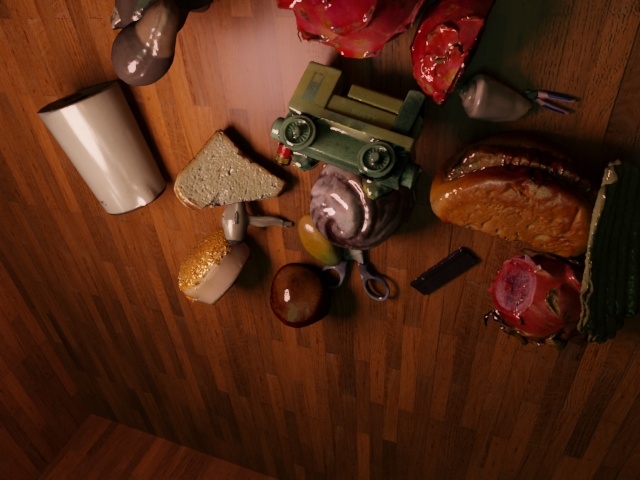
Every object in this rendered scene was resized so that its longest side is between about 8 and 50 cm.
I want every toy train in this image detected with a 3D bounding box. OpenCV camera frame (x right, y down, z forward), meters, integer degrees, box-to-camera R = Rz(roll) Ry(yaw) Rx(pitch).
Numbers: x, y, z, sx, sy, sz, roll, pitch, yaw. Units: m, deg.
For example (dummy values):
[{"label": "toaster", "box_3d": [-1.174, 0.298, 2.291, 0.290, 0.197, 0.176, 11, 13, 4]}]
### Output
[{"label": "toy train", "box_3d": [0.078, -0.270, 1.111, 0.396, 0.253, 0.160, 24, 172, 17]}]

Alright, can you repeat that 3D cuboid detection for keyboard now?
[{"label": "keyboard", "box_3d": [0.379, 0.099, 1.417, 0.072, 0.023, 0.231, 35, 132, -12]}]

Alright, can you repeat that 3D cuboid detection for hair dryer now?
[{"label": "hair dryer", "box_3d": [-0.227, -0.115, 1.491, 0.224, 0.088, 0.219, -19, 97, -11]}]

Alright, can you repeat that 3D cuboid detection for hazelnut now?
[{"label": "hazelnut", "box_3d": [-0.073, 0.189, 1.580, 0.229, 0.229, 0.230, 12, 128, 16]}]

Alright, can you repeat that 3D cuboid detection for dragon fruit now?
[{"label": "dragon fruit", "box_3d": [0.052, -0.570, 0.939, 0.371, 0.249, 0.386, 38, 129, 1]}, {"label": "dragon fruit", "box_3d": [0.273, -0.424, 1.010, 0.189, 0.162, 0.262, 43, 137, 28]}, {"label": "dragon fruit", "box_3d": [0.611, 0.161, 1.195, 0.290, 0.250, 0.269, 18, 96, -22]}]

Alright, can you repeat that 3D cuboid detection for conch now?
[{"label": "conch", "box_3d": [0.401, -0.329, 1.067, 0.176, 0.094, 0.105, 7, 117, -13]}]

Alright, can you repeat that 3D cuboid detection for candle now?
[{"label": "candle", "box_3d": [-0.095, -0.283, 1.333, 0.052, 0.052, 0.131, 27, 130, 4]}]

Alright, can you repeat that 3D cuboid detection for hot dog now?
[{"label": "hot dog", "box_3d": [0.481, -0.127, 1.094, 0.404, 0.185, 0.223, 18, 131, 11]}]

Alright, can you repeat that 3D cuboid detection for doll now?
[{"label": "doll", "box_3d": [-0.334, -0.571, 1.053, 0.382, 0.252, 0.379, -29, 69, 45]}]

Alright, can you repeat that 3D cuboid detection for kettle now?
[{"label": "kettle", "box_3d": [-0.723, -0.300, 1.512, 0.361, 0.250, 0.377, 13, 134, 42]}]

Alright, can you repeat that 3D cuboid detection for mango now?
[{"label": "mango", "box_3d": [0.000, 0.000, 1.464, 0.195, 0.092, 0.130, 51, 136, -8]}]

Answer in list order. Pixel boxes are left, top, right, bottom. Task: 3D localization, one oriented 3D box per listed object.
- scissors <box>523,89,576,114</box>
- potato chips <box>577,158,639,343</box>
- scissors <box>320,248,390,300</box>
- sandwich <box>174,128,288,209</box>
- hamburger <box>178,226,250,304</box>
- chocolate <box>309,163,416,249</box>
[{"label": "scissors", "box_3d": [0.522, -0.322, 1.043, 0.113, 0.012, 0.039, 20, 130, 10]}, {"label": "potato chips", "box_3d": [0.682, 0.027, 1.029, 0.070, 0.358, 0.430, 14, 115, 53]}, {"label": "scissors", "box_3d": [0.113, 0.027, 1.478, 0.255, 0.029, 0.384, 14, 126, 22]}, {"label": "sandwich", "box_3d": [-0.279, -0.165, 1.397, 0.288, 0.254, 0.099, 36, 173, -5]}, {"label": "hamburger", "box_3d": [-0.381, 0.086, 1.593, 0.179, 0.276, 0.294, 35, 127, -17]}, {"label": "chocolate", "box_3d": [0.097, -0.086, 1.268, 0.303, 0.213, 0.304, 11, 121, 19]}]
